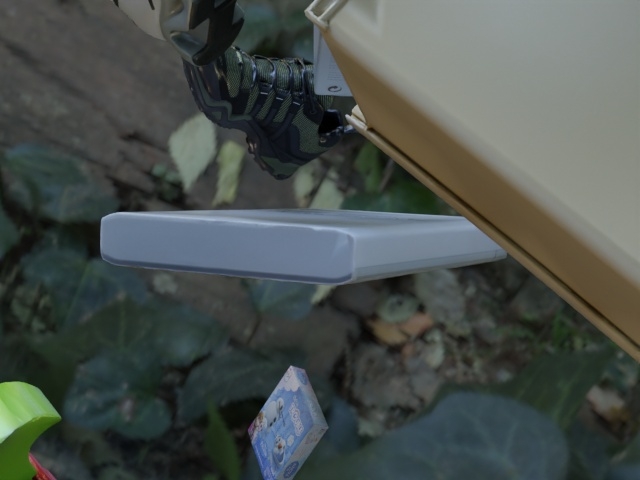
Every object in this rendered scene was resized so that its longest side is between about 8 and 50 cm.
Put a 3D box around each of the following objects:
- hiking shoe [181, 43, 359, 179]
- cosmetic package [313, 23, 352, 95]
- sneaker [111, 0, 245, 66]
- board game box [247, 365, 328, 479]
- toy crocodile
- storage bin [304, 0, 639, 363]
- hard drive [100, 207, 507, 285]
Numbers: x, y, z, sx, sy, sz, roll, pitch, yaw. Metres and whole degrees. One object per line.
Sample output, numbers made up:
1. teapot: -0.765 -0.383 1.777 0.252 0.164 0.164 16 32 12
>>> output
1. hiking shoe: -0.048 -0.150 1.415 0.227 0.114 0.086 43 25 -53
2. cosmetic package: 0.039 -0.215 1.208 0.085 0.231 0.117 1 72 -4
3. sneaker: -0.111 -0.294 1.087 0.146 0.331 0.122 30 38 17
4. board game box: -0.033 0.185 1.463 0.020 0.090 0.090 21 24 -29
5. toy crocodile: -0.201 0.248 1.122 0.105 0.341 0.115 -31 35 -19
6. storage bin: 0.177 -0.099 0.710 0.260 0.123 0.262 -46 64 -4
7. hard drive: 0.000 0.000 1.336 0.233 0.047 0.353 4 3 26
